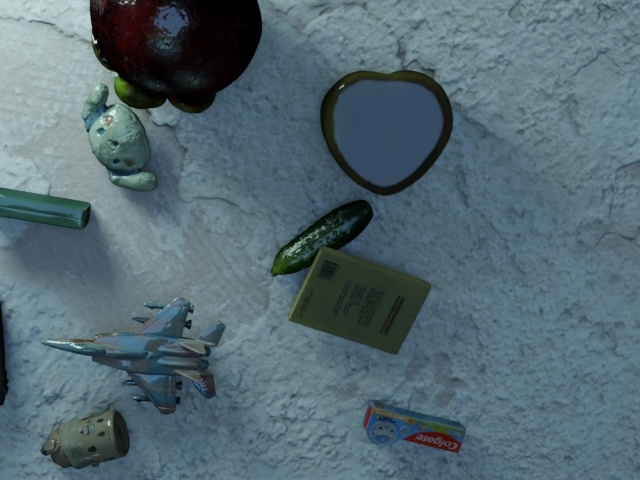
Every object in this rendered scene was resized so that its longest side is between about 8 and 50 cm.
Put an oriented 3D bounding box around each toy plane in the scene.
[{"bbox_3d":[-0.345,0.202,1.917,0.326,0.104,0.223,9,98,-3],"label":"toy plane"}]

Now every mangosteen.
[{"bbox_3d":[-0.252,-0.354,1.737,0.300,0.300,0.300,-1,100,-6],"label":"mangosteen"}]

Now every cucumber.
[{"bbox_3d":[0.000,0.000,1.935,0.227,0.069,0.069,-34,101,3],"label":"cucumber"}]

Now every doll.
[{"bbox_3d":[-0.361,-0.179,1.867,0.103,0.071,0.214,-18,110,19],"label":"doll"}]

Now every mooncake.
[{"bbox_3d":[0.119,-0.197,1.888,0.234,0.117,0.235,-1,102,-5],"label":"mooncake"}]

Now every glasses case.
[{"bbox_3d":[-0.508,-0.059,1.866,0.184,0.078,0.039,10,101,-7],"label":"glasses case"}]

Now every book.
[{"bbox_3d":[0.074,0.113,1.950,0.230,0.026,0.161,20,110,-17],"label":"book"}]

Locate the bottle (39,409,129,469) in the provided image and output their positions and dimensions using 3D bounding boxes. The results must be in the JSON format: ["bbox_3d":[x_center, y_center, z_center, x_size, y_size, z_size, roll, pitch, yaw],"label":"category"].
[{"bbox_3d":[-0.440,0.377,1.943,0.152,0.099,0.099,-17,101,6],"label":"bottle"}]

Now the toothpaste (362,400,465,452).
[{"bbox_3d":[0.179,0.372,2.027,0.193,0.044,0.070,15,99,-8],"label":"toothpaste"}]

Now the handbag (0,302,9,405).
[{"bbox_3d":[-0.715,0.199,1.878,0.285,0.113,0.257,-6,107,-5],"label":"handbag"}]
